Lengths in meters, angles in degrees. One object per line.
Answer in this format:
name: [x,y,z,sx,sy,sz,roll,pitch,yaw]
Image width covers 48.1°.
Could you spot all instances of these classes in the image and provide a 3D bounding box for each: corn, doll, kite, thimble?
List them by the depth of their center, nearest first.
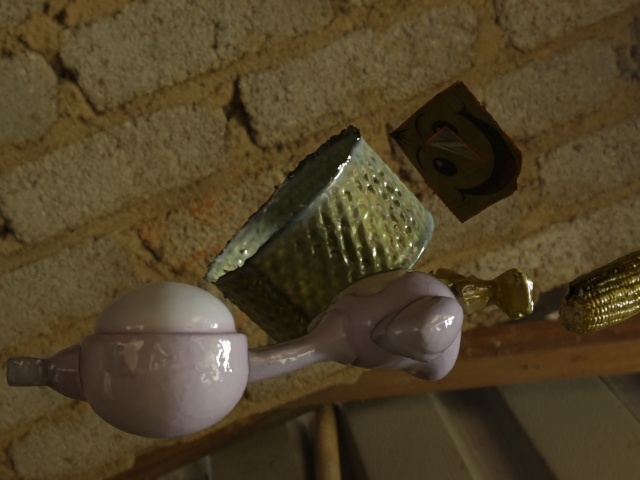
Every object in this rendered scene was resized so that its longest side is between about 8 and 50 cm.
doll: [-0.022,0.070,0.505,0.365,0.094,0.160,-3,178,-26]
corn: [0.361,0.060,0.867,0.203,0.072,0.072,-17,-159,-33]
thimble: [0.000,0.000,0.901,0.271,0.150,0.271,-41,-166,13]
kite: [0.292,-0.192,1.588,0.328,0.377,0.013,22,-130,28]
